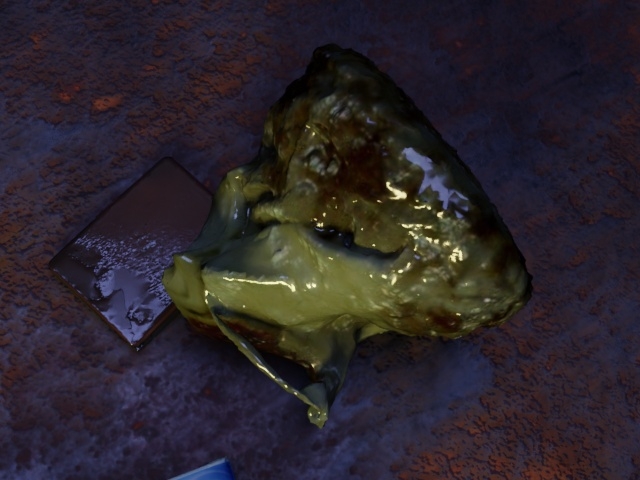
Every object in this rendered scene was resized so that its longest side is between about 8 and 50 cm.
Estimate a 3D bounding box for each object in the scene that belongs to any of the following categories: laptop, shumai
[{"bbox_3d":[-0.200,0.013,1.543,0.154,0.026,0.207,41,68,8],"label":"laptop"},{"bbox_3d":[0.000,0.000,1.434,0.348,0.395,0.395,-34,79,2],"label":"shumai"}]

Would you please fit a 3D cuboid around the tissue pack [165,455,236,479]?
[{"bbox_3d":[-0.146,0.391,1.351,0.198,0.146,0.263,-18,74,-18],"label":"tissue pack"}]
